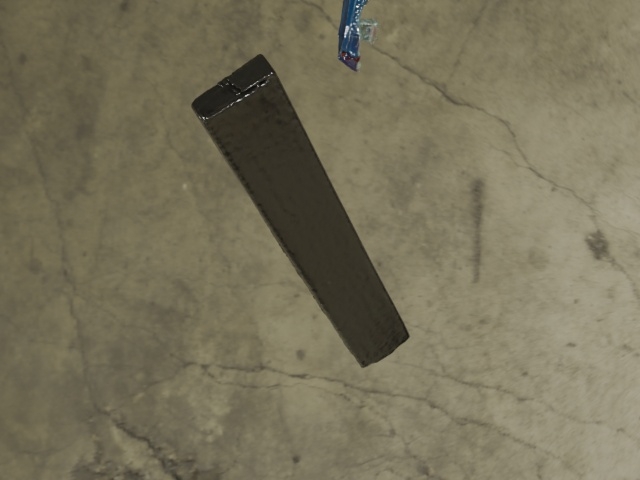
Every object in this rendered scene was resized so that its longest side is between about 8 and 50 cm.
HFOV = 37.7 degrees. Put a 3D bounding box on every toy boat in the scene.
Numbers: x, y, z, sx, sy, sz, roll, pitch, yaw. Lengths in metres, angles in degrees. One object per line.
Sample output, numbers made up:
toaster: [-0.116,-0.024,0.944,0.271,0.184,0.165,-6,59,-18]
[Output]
toy boat: [0.036,-0.192,0.840,0.038,0.038,0.083,20,115,25]

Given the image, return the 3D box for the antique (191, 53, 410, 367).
antique: [0.000,0.000,0.380,0.031,0.192,0.015,-31,52,-2]
